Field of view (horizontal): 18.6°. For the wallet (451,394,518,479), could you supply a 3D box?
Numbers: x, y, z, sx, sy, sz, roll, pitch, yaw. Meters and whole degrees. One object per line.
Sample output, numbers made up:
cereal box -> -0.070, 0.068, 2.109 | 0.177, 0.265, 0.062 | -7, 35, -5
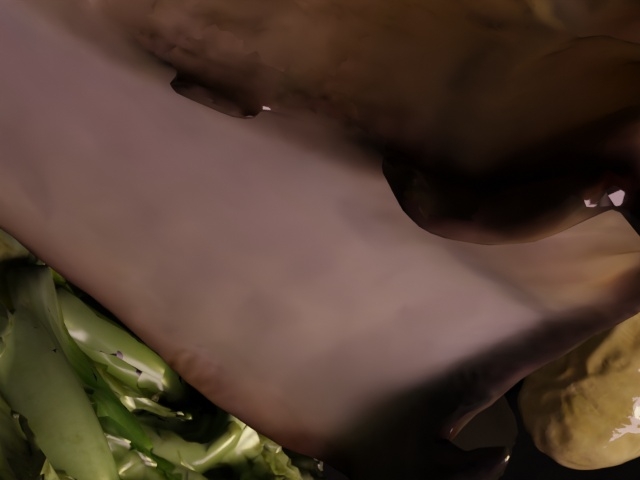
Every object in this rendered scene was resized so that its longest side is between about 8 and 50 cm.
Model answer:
wallet -> 0.000, 0.000, 0.786 | 0.044, 0.250, 0.149 | -31, -178, 19

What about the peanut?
peanut -> 0.246, 0.054, 1.363 | 0.274, 0.111, 0.125 | -36, 135, -29

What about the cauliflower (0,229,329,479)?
cauliflower -> -0.123, 0.059, 0.736 | 0.272, 0.275, 0.250 | -12, 104, -25

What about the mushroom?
mushroom -> 0.018, -0.162, 0.667 | 0.224, 0.313, 0.397 | -33, -154, 51
